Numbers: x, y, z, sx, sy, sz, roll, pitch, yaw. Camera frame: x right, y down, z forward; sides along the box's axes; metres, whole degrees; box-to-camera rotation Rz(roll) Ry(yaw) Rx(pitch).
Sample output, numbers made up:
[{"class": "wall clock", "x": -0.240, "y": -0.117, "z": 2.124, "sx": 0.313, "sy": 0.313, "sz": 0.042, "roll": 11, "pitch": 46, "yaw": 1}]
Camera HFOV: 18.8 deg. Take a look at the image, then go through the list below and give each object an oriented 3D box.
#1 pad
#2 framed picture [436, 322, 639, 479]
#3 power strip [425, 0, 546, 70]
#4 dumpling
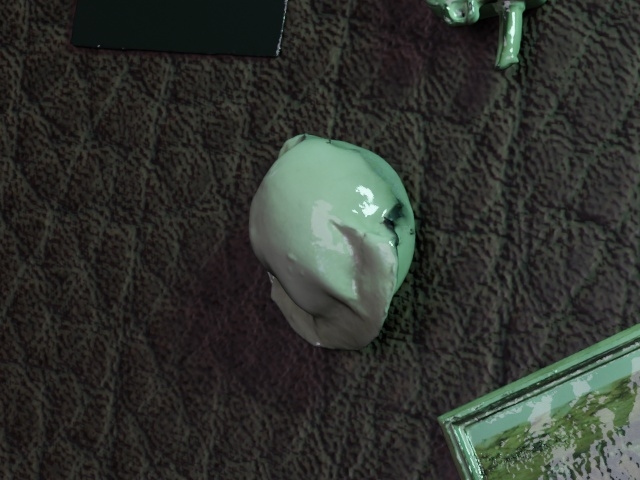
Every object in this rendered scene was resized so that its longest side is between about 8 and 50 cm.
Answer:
[{"class": "pad", "x": -0.101, "y": -0.303, "z": 1.638, "sx": 0.202, "sy": 0.005, "sz": 0.299, "roll": 5, "pitch": 82, "yaw": 23}, {"class": "framed picture", "x": 0.237, "y": 0.169, "z": 1.395, "sx": 0.274, "sy": 0.017, "sz": 0.217, "roll": -28, "pitch": 71, "yaw": 15}, {"class": "power strip", "x": 0.121, "y": -0.266, "z": 1.510, "sx": 0.093, "sy": 0.053, "sz": 0.288, "roll": -10, "pitch": 77, "yaw": 20}, {"class": "dumpling", "x": 0.001, "y": 0.001, "z": 1.494, "sx": 0.176, "sy": 0.092, "sz": 0.150, "roll": 40, "pitch": 110, "yaw": 19}]
